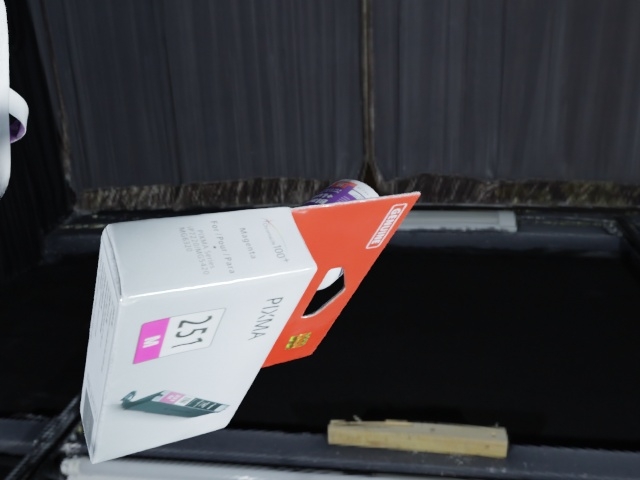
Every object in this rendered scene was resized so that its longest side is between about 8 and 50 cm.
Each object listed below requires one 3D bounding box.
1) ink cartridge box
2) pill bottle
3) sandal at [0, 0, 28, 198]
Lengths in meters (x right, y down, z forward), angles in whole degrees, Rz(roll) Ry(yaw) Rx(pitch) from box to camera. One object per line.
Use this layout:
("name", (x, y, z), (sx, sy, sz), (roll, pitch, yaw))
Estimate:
("ink cartridge box", (-0.060, 0.077, 0.512), (0.239, 0.275, 0.060), (-7, -123, -28))
("pill bottle", (0.000, 0.000, 0.853), (0.108, 0.108, 0.193), (11, -147, 33))
("sandal", (-0.502, -0.206, 0.951), (0.169, 0.416, 0.102), (38, -140, 9))
